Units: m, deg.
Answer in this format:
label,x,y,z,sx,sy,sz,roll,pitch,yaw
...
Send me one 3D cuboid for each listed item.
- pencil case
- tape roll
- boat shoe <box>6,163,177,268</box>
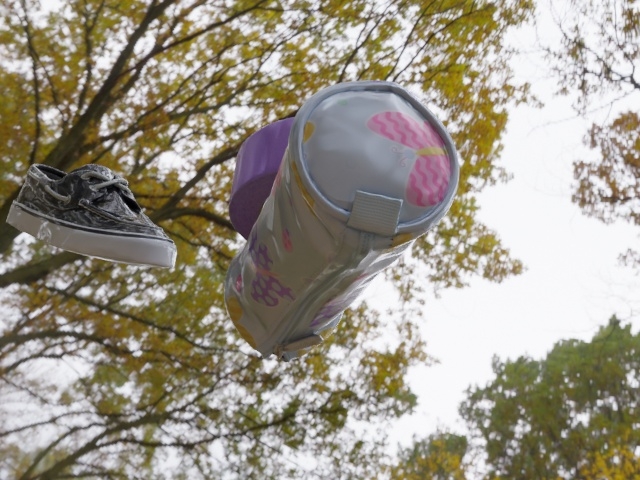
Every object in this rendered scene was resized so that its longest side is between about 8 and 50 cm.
label,x,y,z,sx,sy,sz,roll,pitch,yaw
pencil case,0.000,0.000,0.537,0.113,0.124,0.273,27,-32,-4
tape roll,0.007,-0.063,1.032,0.274,0.090,0.275,3,-30,2
boat shoe,-0.267,-0.038,0.825,0.301,0.108,0.102,15,-91,44
